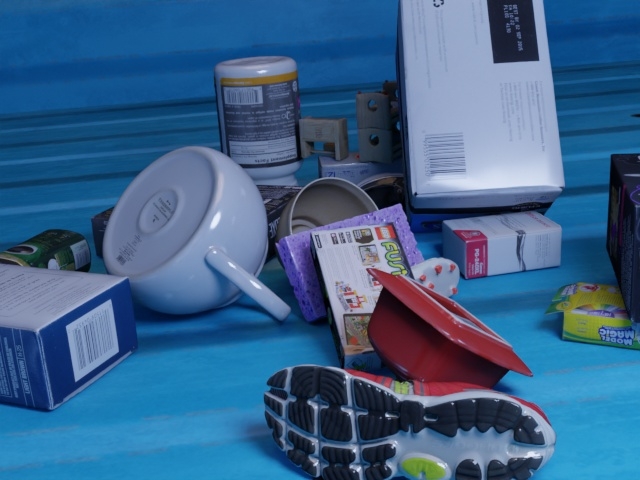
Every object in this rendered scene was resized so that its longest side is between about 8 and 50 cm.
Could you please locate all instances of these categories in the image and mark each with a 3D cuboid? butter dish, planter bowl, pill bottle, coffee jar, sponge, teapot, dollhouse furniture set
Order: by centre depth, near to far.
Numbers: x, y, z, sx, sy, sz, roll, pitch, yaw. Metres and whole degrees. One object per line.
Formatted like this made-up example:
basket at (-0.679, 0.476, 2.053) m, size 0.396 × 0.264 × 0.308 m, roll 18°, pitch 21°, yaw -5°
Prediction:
butter dish at (0.113, 0.122, 0.949) m, size 0.160 × 0.118 × 0.160 m, roll 27°, pitch 8°, yaw -42°
sponge at (0.048, 0.028, 1.240) m, size 0.210 × 0.117 × 0.031 m, roll -17°, pitch -7°, yaw -35°
teapot at (-0.160, 0.007, 1.247) m, size 0.253 × 0.187 × 0.256 m, roll -19°, pitch 49°, yaw 30°
planter bowl at (0.000, 0.000, 1.306) m, size 0.162 × 0.162 × 0.109 m, roll -17°, pitch -4°, yaw -35°
coffee jar at (-0.437, 0.045, 1.352) m, size 0.096 × 0.079 × 0.184 m, roll 7°, pitch 20°, yaw 23°
dollhouse furniture set at (0.071, -0.226, 1.673) m, size 0.184 × 0.128 × 0.129 m, roll 7°, pitch 22°, yaw 27°
pill bottle at (-0.116, -0.209, 1.740) m, size 0.162 × 0.278 × 0.162 m, roll -4°, pitch 19°, yaw 1°

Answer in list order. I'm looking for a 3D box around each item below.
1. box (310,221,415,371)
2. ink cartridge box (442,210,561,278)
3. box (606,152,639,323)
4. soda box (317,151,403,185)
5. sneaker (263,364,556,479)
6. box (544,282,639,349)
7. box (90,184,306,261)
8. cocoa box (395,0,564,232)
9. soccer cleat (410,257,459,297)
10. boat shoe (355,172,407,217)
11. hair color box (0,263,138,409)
box at (0.061, 0.065, 1.102) m, size 0.114 × 0.036 × 0.207 m, roll -6°, pitch 46°, yaw -9°
ink cartridge box at (0.271, 0.004, 1.346) m, size 0.151 × 0.063 × 0.109 m, roll -7°, pitch 18°, yaw -9°
box at (0.447, -0.012, 1.097) m, size 0.165 × 0.143 × 0.270 m, roll 0°, pitch 18°, yaw 13°
soda box at (0.141, -0.117, 1.693) m, size 0.286 × 0.098 × 0.091 m, roll -6°, pitch 20°, yaw -3°
sneaker at (0.081, 0.176, 0.852) m, size 0.279 × 0.107 × 0.118 m, roll 7°, pitch 2°, yaw 21°
box at (0.370, 0.092, 1.088) m, size 0.179 × 0.043 × 0.105 m, roll 8°, pitch 21°, yaw 25°
box at (-0.195, -0.034, 1.545) m, size 0.308 × 0.076 × 0.242 m, roll 3°, pitch 20°, yaw 22°
cocoa box at (0.245, -0.206, 1.458) m, size 0.232 × 0.347 × 0.228 m, roll -3°, pitch -14°, yaw 2°
soccer cleat at (0.106, 0.066, 1.192) m, size 0.196 × 0.068 × 0.076 m, roll -22°, pitch 22°, yaw -37°
boat shoe at (0.168, -0.071, 1.595) m, size 0.229 × 0.080 × 0.076 m, roll 4°, pitch 17°, yaw 1°
hair color box at (-0.422, 0.106, 1.118) m, size 0.347 × 0.105 × 0.174 m, roll 5°, pitch 20°, yaw 24°
